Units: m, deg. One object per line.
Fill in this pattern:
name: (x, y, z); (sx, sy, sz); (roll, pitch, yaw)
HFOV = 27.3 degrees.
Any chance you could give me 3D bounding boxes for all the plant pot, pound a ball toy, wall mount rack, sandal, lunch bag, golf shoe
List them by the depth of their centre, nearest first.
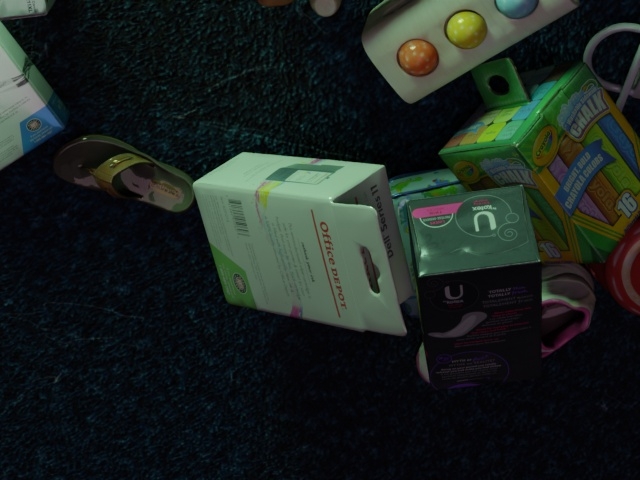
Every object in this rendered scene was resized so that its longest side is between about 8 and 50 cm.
pound a ball toy: (0.158, -0.322, 1.777); (0.319, 0.135, 0.208); (-28, 117, 27)
wall mount rack: (0.558, -0.246, 1.835); (0.350, 0.130, 0.304); (9, 129, -6)
sandal: (-0.285, -0.089, 1.933); (0.219, 0.060, 0.090); (23, 110, -11)
plant pot: (0.485, 0.012, 1.946); (0.191, 0.174, 0.191); (0, 113, 0)
lunch bag: (0.187, 0.002, 1.973); (0.176, 0.090, 0.218); (-12, 113, 4)
golf shoe: (0.280, 0.141, 2.010); (0.306, 0.140, 0.115); (-33, 111, 14)

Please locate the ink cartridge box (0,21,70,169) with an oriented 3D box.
ink cartridge box: (-0.468, -0.208, 1.865); (0.140, 0.082, 0.190); (-31, 109, 10)

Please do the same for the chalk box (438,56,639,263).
chalk box: (0.307, -0.127, 1.843); (0.289, 0.180, 0.179); (49, 67, -19)

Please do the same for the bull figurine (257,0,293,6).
bull figurine: (0.033, -0.408, 1.741); (0.310, 0.188, 0.101); (-23, 112, 8)

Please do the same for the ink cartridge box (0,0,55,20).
ink cartridge box: (-0.395, -0.375, 1.747); (0.072, 0.175, 0.127); (-6, 113, 0)

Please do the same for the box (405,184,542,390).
box: (0.215, 0.069, 1.826); (0.165, 0.143, 0.270); (-8, 140, 3)

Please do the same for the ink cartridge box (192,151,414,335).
ink cartridge box: (0.000, 0.000, 1.839); (0.354, 0.119, 0.207); (9, 123, 43)
